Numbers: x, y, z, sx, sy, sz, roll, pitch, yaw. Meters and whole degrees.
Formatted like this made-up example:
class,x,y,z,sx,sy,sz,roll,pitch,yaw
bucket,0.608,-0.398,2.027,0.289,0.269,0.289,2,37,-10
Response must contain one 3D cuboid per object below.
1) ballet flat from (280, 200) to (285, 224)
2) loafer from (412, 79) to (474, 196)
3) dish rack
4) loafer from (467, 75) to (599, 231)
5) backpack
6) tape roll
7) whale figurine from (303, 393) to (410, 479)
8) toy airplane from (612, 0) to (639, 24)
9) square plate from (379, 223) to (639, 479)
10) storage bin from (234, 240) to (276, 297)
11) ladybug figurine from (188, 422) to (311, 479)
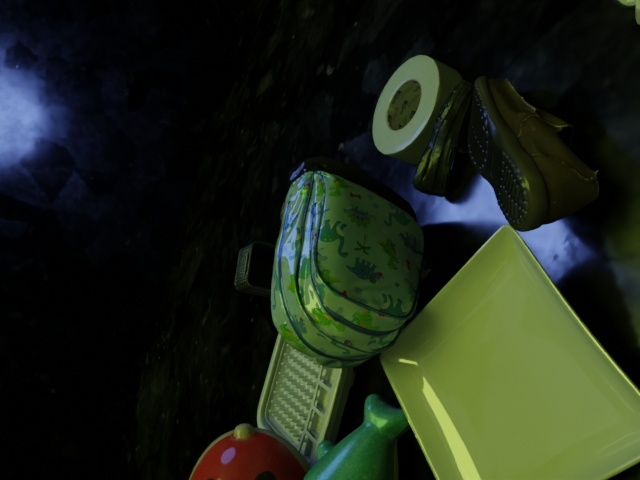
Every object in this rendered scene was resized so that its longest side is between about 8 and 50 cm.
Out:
class,x,y,z,sx,sy,sz,roll,pitch,yaw
ballet flat,0.000,0.000,1.305,0.182,0.164,0.482,79,177,-49
loafer,0.246,-0.190,1.071,0.076,0.078,0.223,-63,-7,-72
dish rack,-0.032,0.353,1.297,0.333,0.073,0.285,13,88,62
loafer,0.323,-0.144,0.892,0.365,0.130,0.133,-93,-2,-47
backpack,0.047,0.046,1.007,0.273,0.290,0.355,-26,38,58
tape roll,0.202,-0.275,1.198,0.219,0.072,0.219,-38,44,49
whale figurine,0.063,0.410,1.005,0.216,0.141,0.271,19,81,43
toy airplane,0.461,-0.417,0.586,0.385,0.272,0.385,-28,35,29
square plate,0.259,0.213,0.820,0.347,0.049,0.343,-54,44,32
storage bin,-0.122,0.083,1.482,0.084,0.180,0.121,-21,58,56
ladybug figurine,-0.130,0.583,1.075,0.162,0.306,0.448,47,-147,-83
